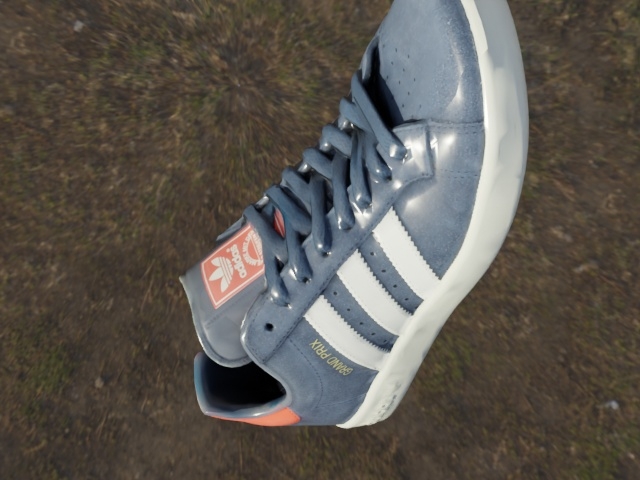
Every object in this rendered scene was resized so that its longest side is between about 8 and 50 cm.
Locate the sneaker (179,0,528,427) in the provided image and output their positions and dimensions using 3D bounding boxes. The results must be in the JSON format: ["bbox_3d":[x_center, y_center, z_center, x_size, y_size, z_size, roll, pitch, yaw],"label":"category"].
[{"bbox_3d":[0.000,0.000,0.552,0.148,0.131,0.350,-2,134,-19],"label":"sneaker"}]
